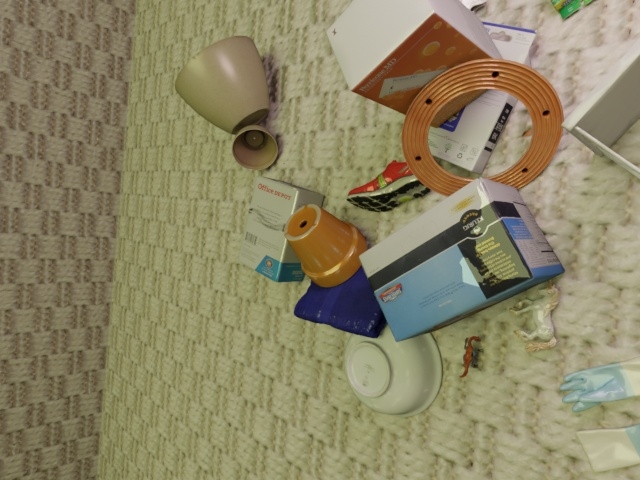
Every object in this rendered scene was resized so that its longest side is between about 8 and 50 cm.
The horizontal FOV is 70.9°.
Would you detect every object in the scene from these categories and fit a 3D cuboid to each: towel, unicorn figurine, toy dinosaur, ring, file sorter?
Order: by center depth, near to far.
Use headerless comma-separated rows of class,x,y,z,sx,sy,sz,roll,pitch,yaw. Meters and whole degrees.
file sorter,0.581,-0.201,0.760,0.173,0.277,0.193,52,120,30
unicorn figurine,0.479,0.163,0.990,0.111,0.060,0.162,-16,93,41
ring,0.350,-0.234,0.995,0.336,0.336,0.032,-35,24,36
toy dinosaur,0.364,0.273,1.079,0.047,0.090,0.082,5,123,28
towel,0.084,0.154,1.292,0.308,0.076,0.228,6,60,46

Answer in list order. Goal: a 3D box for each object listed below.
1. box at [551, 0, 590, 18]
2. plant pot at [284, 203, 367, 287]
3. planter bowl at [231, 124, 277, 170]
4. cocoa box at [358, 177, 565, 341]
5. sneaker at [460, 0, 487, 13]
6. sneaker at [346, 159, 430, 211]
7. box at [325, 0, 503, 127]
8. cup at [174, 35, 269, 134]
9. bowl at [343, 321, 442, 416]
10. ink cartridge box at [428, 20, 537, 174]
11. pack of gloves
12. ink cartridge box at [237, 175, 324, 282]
box,0.540,-0.588,0.980,0.105,0.043,0.179,-29,70,39
plant pot,0.000,0.000,1.295,0.205,0.188,0.205,-25,41,24
planter bowl,-0.238,-0.351,1.629,0.162,0.162,0.109,-52,29,28
cocoa box,0.311,0.054,1.023,0.347,0.231,0.228,-37,67,36
sneaker,0.334,-0.540,1.152,0.094,0.080,0.212,46,117,21
sneaker,0.197,-0.162,1.256,0.278,0.107,0.119,-15,59,38
box,0.219,-0.408,0.976,0.215,0.345,0.168,-35,65,38
cup,-0.317,-0.528,1.621,0.331,0.331,0.237,-32,91,37
bowl,0.164,0.339,1.215,0.297,0.134,0.298,-4,84,43
ink cartridge box,0.386,-0.345,1.094,0.165,0.065,0.333,37,113,39
pack of gloves,0.598,0.338,0.870,0.232,0.046,0.195,-33,65,37
ink cartridge box,-0.138,-0.041,1.518,0.223,0.129,0.308,23,103,41
